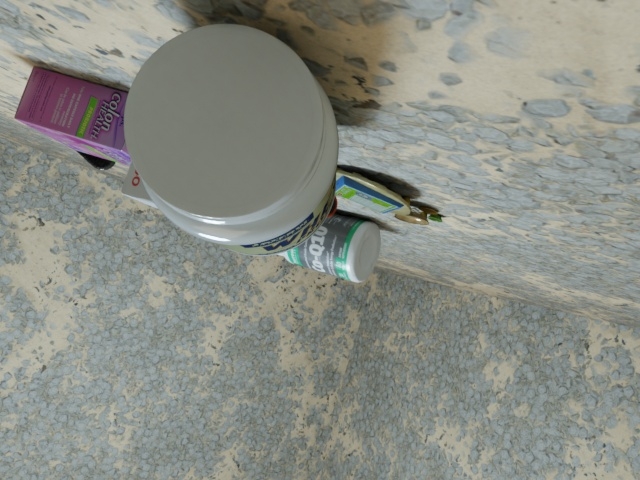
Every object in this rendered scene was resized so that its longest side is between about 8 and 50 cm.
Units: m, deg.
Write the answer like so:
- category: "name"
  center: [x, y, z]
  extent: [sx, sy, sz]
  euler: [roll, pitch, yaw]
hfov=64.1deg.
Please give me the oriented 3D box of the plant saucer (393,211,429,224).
- category: "plant saucer"
  center: [0.212, -0.054, 1.186]
  extent: [0.083, 0.015, 0.083]
  euler: [14, 173, 2]

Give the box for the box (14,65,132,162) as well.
- category: "box"
  center: [-0.463, -0.245, 1.096]
  extent: [0.243, 0.117, 0.213]
  euler: [16, 175, 7]

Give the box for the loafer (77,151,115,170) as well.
- category: "loafer"
  center: [-0.588, -0.252, 1.253]
  extent: [0.220, 0.080, 0.078]
  euler: [50, 170, -1]

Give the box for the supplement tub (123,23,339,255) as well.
- category: "supplement tub"
  center: [-0.094, -0.105, 0.661]
  extent: [0.235, 0.235, 0.325]
  euler: [17, 176, 2]

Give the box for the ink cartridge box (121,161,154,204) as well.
- category: "ink cartridge box"
  center: [-0.192, -0.127, 0.991]
  extent: [0.270, 0.198, 0.197]
  euler: [17, 176, 17]

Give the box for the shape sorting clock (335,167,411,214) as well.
- category: "shape sorting clock"
  center: [0.101, -0.106, 1.105]
  extent: [0.206, 0.040, 0.206]
  euler: [21, 176, 2]

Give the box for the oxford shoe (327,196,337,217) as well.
- category: "oxford shoe"
  center: [-0.093, -0.104, 1.334]
  extent: [0.271, 0.096, 0.098]
  euler: [8, -174, -31]

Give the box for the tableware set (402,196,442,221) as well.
- category: "tableware set"
  center: [0.219, -0.070, 1.193]
  extent: [0.104, 0.024, 0.154]
  euler: [13, 173, 38]

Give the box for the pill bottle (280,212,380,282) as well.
- category: "pill bottle"
  center: [0.000, 0.000, 1.701]
  extent: [0.361, 0.204, 0.204]
  euler: [14, 174, 30]
